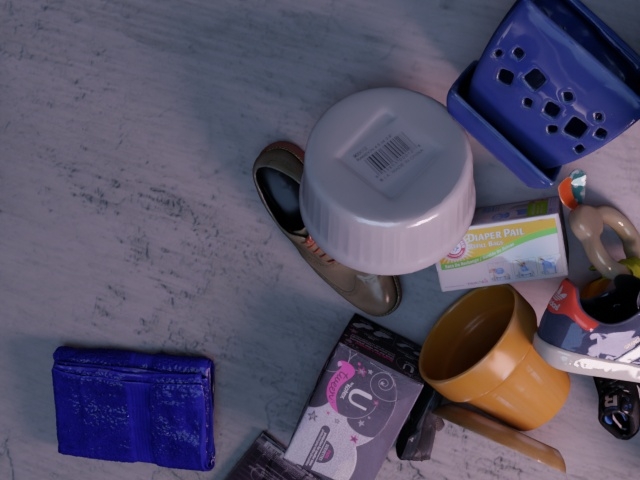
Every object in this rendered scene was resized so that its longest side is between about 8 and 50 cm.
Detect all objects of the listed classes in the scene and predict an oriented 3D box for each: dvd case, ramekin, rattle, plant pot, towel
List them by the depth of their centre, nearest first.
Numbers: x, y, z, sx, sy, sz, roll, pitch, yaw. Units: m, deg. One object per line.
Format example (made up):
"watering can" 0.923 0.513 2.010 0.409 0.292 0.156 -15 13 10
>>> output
"plant pot" 0.329 -0.224 1.580 0.236 0.236 0.212 42 118 -2
"ramekin" 0.102 -0.098 1.634 0.277 0.135 0.277 -1 64 2
"rattle" 0.408 -0.006 1.703 0.200 0.130 0.143 38 156 -12
"plant pot" 0.296 0.204 1.745 0.205 0.205 0.188 -39 110 20
"plant pot" 0.295 0.317 1.766 0.236 0.236 0.032 24 84 4
"towel" -0.345 0.312 1.976 0.308 0.076 0.227 4 107 11
"dvd case" -0.101 0.478 2.004 0.164 0.018 0.221 36 110 -1

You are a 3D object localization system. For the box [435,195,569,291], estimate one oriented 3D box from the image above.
"box" 0.286 0.005 1.718 0.203 0.114 0.103 -8 105 16

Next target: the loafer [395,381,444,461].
"loafer" 0.186 0.309 1.871 0.061 0.062 0.170 14 115 -15

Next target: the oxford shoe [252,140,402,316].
"oxford shoe" 0.000 0.000 1.771 0.123 0.130 0.348 -40 95 21

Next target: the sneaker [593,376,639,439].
"sneaker" 0.469 0.219 1.728 0.079 0.121 0.217 -19 106 30

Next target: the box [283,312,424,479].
"box" 0.063 0.281 1.839 0.163 0.142 0.247 26 110 3

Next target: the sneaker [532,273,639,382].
"sneaker" 0.502 0.134 1.633 0.350 0.131 0.148 8 105 -16
